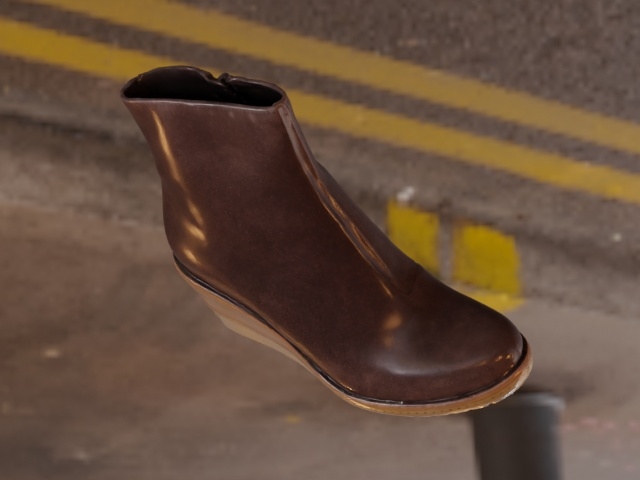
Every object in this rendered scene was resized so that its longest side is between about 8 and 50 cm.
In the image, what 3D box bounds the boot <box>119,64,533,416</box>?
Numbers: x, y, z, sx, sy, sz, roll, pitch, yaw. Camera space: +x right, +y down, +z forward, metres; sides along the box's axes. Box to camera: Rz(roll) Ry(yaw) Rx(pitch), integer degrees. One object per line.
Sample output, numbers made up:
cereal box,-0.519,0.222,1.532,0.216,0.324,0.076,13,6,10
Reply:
boot,0.000,0.000,1.035,0.248,0.090,0.207,14,141,31
